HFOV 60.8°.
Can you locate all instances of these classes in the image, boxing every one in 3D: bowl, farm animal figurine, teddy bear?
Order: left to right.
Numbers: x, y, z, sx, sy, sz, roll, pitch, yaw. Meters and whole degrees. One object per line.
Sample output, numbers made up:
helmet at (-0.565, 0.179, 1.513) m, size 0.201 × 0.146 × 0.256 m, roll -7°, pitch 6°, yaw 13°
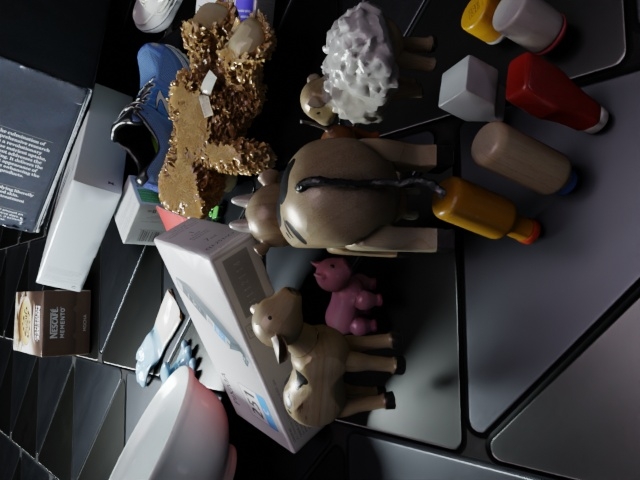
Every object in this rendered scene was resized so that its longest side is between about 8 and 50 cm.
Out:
bowl at (-0.219, 0.351, 0.822) m, size 0.298 × 0.134 × 0.298 m, roll -51°, pitch 18°, yaw 24°
teddy bear at (-0.153, -0.192, 0.834) m, size 0.245 × 0.113 × 0.338 m, roll 15°, pitch 108°, yaw 33°
farm animal figurine at (0.000, 0.000, 0.524) m, size 0.327 × 0.172 × 0.330 m, roll 116°, pitch 153°, yaw -66°

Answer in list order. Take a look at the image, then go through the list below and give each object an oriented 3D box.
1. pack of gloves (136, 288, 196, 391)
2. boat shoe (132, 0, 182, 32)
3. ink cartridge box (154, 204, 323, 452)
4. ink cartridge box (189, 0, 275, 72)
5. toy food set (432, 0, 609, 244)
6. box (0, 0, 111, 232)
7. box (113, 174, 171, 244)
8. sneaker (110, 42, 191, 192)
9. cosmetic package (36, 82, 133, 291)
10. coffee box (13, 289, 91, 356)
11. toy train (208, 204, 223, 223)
pack of gloves at (-0.317, 0.244, 1.053) m, size 0.195 × 0.046 × 0.232 m, roll 53°, pitch 125°, yaw 36°
boat shoe at (-0.316, -0.492, 1.066) m, size 0.267 × 0.088 × 0.096 m, roll -13°, pitch 95°, yaw 45°
ink cartridge box at (-0.134, 0.109, 0.731) m, size 0.261 × 0.066 × 0.296 m, roll 14°, pitch 129°, yaw 49°
ink cartridge box at (-0.149, -0.360, 0.902) m, size 0.206 × 0.045 × 0.208 m, roll 28°, pitch 114°, yaw 47°
toy food set at (0.183, -0.120, 0.494) m, size 0.111 × 0.105 × 0.232 m, roll -26°, pitch 49°, yaw 59°
box at (-0.734, -0.367, 1.315) m, size 0.472 × 0.297 × 0.480 m, roll -48°, pitch 38°, yaw 33°
box at (-0.323, -0.055, 1.039) m, size 0.102 × 0.101 × 0.087 m, roll -57°, pitch 48°, yaw 29°
sneaker at (-0.301, -0.233, 0.995) m, size 0.130 × 0.147 × 0.330 m, roll -36°, pitch 60°, yaw 41°
cosmetic package at (-0.506, -0.124, 1.188) m, size 0.284 × 0.097 × 0.377 m, roll -52°, pitch 34°, yaw 30°
coffee box at (-0.727, 0.217, 1.468) m, size 0.297 × 0.119 × 0.168 m, roll -8°, pitch 80°, yaw 49°
toy train at (-0.185, -0.023, 0.943) m, size 0.024 × 0.017 × 0.083 m, roll 21°, pitch 103°, yaw 37°
